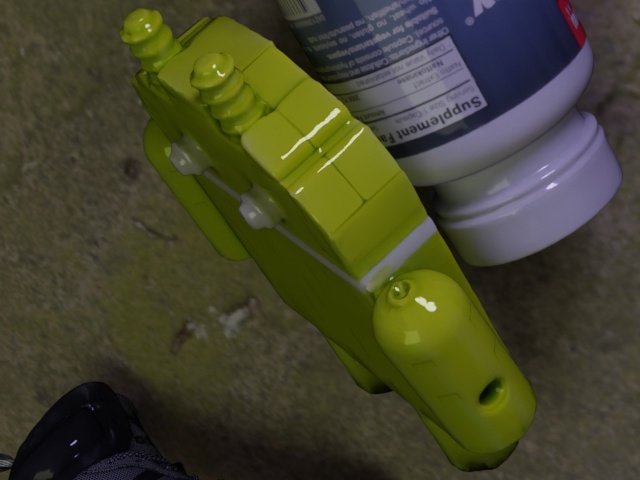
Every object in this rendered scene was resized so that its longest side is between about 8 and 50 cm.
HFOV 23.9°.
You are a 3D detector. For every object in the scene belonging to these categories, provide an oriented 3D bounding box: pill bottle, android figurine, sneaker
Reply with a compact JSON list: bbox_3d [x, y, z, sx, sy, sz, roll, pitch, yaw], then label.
[{"bbox_3d":[0.052,-0.085,0.638,0.108,0.108,0.180,-16,113,42],"label":"pill bottle"},{"bbox_3d":[0.000,0.000,0.697,0.248,0.056,0.273,37,167,46],"label":"android figurine"},{"bbox_3d":[-0.090,0.155,0.932,0.268,0.153,0.101,-12,139,2],"label":"sneaker"}]
